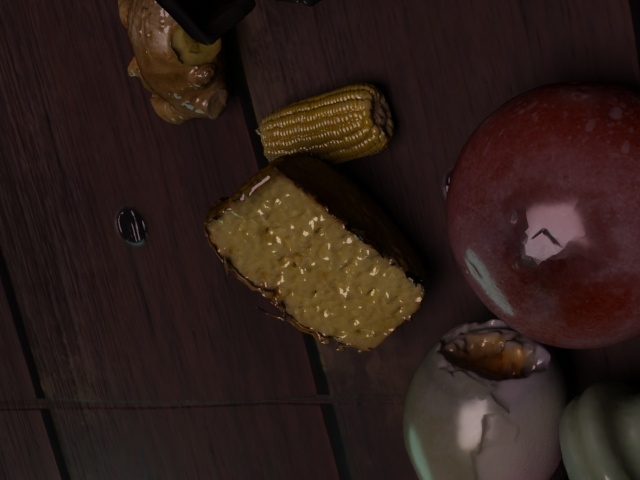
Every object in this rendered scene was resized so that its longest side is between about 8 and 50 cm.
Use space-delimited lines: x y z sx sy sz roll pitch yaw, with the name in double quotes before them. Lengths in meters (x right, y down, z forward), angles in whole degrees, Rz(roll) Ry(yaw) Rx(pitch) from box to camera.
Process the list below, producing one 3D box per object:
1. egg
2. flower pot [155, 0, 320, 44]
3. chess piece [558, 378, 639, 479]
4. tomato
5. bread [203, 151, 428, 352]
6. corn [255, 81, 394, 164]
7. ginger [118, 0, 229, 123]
"egg" 0.181 0.206 1.558 0.183 0.183 0.217 17 127 28
"flower pot" -0.093 -0.369 1.462 0.379 0.379 0.251 -12 122 36
"chess piece" 0.404 0.177 1.409 0.299 0.194 0.195 -36 86 28
"tomato" 0.248 -0.023 1.395 0.270 0.227 0.270 11 112 28
"bread" -0.005 -0.001 1.613 0.260 0.147 0.160 35 121 -19
"corn" 0.005 -0.127 1.617 0.165 0.063 0.085 -9 126 36
"ginger" -0.173 -0.240 1.670 0.157 0.102 0.216 13 123 59
